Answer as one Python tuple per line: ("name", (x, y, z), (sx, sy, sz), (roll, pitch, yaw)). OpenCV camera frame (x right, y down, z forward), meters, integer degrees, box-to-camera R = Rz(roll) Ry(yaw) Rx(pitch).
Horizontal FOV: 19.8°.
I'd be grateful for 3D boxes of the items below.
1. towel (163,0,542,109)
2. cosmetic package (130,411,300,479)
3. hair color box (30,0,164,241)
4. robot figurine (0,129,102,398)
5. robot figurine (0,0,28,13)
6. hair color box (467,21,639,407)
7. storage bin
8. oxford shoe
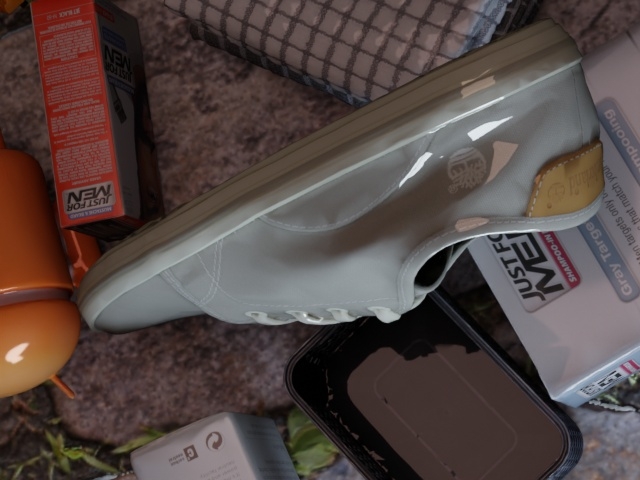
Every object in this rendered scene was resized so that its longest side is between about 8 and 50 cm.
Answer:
("towel", (0.057, -0.231, 1.277), (0.235, 0.121, 0.284), (26, 85, 23))
("cosmetic package", (-0.037, 0.236, 1.243), (0.085, 0.117, 0.231), (-25, 76, 10))
("hair color box", (-0.160, -0.088, 1.327), (0.053, 0.093, 0.167), (-10, 81, 13))
("robot figurine", (-0.248, 0.020, 1.317), (0.128, 0.158, 0.219), (-23, 77, 26))
("robot figurine", (-0.175, -0.316, 1.324), (0.291, 0.085, 0.211), (-45, 111, -8))
("hair color box", (0.274, -0.063, 1.203), (0.374, 0.113, 0.185), (-31, 76, 8))
("storage bin", (0.078, 0.116, 1.245), (0.122, 0.084, 0.180), (-45, 76, 5))
("oxford shoe", (0.000, 0.000, 1.169), (0.449, 0.169, 0.130), (-24, 95, 42))
